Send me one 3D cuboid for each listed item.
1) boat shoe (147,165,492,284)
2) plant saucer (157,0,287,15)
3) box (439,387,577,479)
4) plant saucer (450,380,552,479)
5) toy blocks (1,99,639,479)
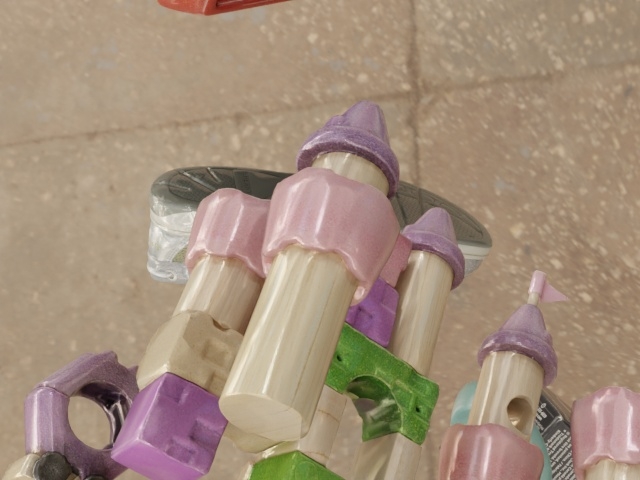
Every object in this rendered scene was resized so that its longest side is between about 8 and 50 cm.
[{"bbox_3d":[-0.001,0.001,1.005,0.320,0.118,0.103,4,119,-10],"label":"boat shoe"},{"bbox_3d":[-0.009,-0.312,1.036,0.048,0.258,0.259,63,150,17],"label":"plant saucer"},{"bbox_3d":[0.295,0.294,1.231,0.270,0.165,0.143,39,97,-16],"label":"box"},{"bbox_3d":[0.147,0.179,0.917,0.119,0.021,0.119,36,136,44],"label":"plant saucer"},{"bbox_3d":[0.022,0.073,0.661,0.309,0.288,0.260,-31,32,48],"label":"toy blocks"}]
